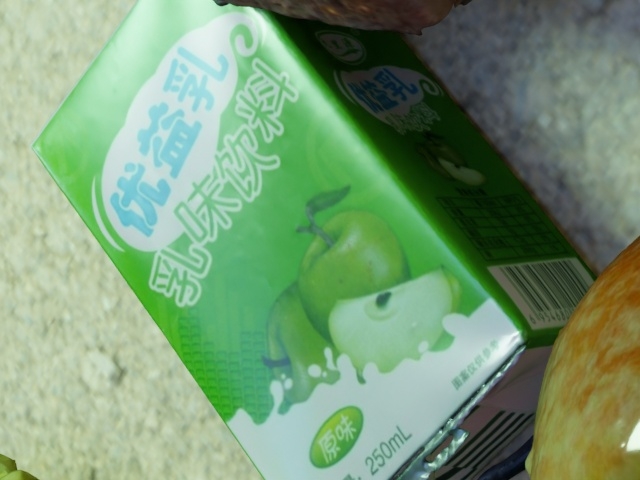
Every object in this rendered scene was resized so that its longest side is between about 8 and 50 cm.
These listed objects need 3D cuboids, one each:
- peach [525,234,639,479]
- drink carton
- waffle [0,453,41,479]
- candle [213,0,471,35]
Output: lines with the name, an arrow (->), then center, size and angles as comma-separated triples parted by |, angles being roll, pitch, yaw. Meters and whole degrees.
peach -> 0.182, 0.083, 0.676 | 0.232, 0.232, 0.257 | 54, 164, 20
drink carton -> 0.000, 0.000, 0.901 | 0.161, 0.108, 0.271 | -48, 66, 27
waffle -> -0.188, 0.269, 1.029 | 0.307, 0.060, 0.312 | -14, 69, 58
candle -> -0.025, -0.217, 0.811 | 0.317, 0.131, 0.287 | -26, 66, 16
